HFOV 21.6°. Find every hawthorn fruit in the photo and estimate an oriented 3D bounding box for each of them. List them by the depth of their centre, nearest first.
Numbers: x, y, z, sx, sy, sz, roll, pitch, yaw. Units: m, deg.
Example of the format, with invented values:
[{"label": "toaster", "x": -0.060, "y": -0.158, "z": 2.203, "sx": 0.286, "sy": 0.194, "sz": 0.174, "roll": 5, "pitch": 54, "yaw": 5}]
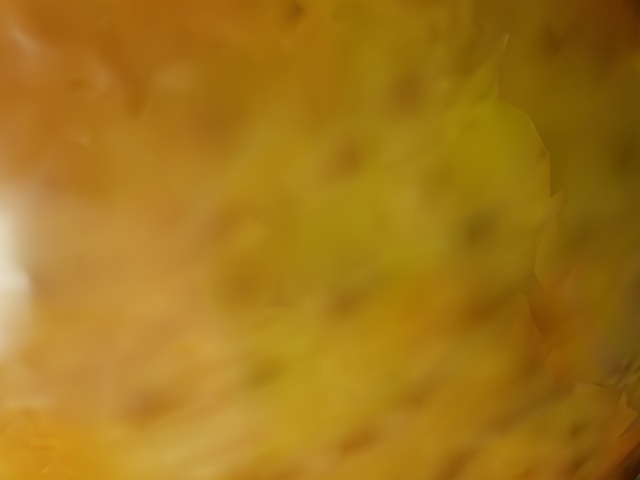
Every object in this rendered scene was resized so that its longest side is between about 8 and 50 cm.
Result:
[{"label": "hawthorn fruit", "x": -0.059, "y": -0.105, "z": 0.556, "sx": 0.471, "sy": 0.472, "sz": 0.472, "roll": -7, "pitch": 156, "yaw": -3}]
